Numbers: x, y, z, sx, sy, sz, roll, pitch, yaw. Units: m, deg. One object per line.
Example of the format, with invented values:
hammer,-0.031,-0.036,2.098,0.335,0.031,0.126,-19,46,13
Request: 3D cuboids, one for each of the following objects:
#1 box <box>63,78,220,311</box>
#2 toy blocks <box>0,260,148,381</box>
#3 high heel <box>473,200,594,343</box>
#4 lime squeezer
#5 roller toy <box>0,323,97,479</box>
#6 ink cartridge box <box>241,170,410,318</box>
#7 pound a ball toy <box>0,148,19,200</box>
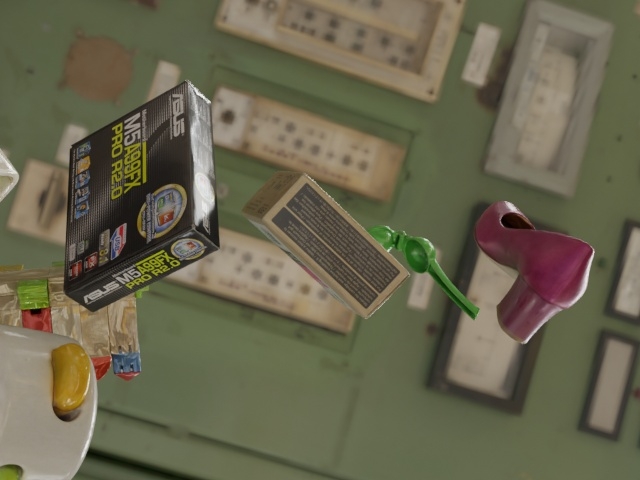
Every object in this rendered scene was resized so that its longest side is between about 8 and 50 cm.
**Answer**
box,-0.243,-0.062,1.576,0.216,0.060,0.270,-26,-132,23
toy blocks,-0.460,0.182,2.034,0.191,0.381,0.261,-136,-138,-75
high heel,0.342,-0.002,1.808,0.181,0.127,0.377,-53,-161,25
lime squeezer,0.102,0.028,1.759,0.059,0.310,0.110,96,19,-56
roller toy,-0.350,0.194,1.353,0.191,0.146,0.209,28,-79,52
ink cartridge box,0.000,0.000,1.578,0.088,0.193,0.234,-47,-170,-4
pound a ball toy,-0.619,-0.153,1.767,0.208,0.319,0.136,-44,164,17
